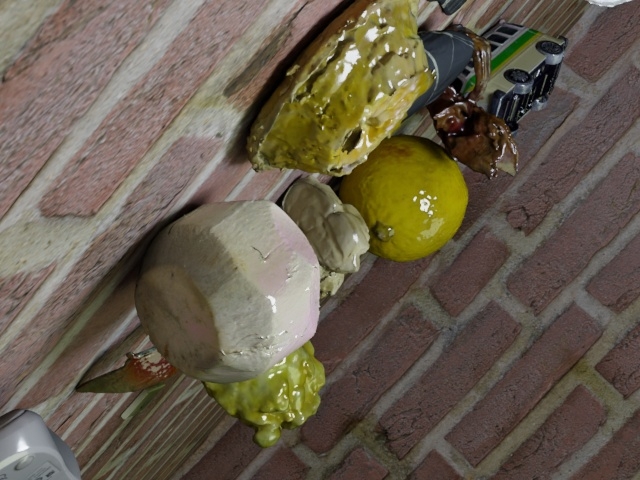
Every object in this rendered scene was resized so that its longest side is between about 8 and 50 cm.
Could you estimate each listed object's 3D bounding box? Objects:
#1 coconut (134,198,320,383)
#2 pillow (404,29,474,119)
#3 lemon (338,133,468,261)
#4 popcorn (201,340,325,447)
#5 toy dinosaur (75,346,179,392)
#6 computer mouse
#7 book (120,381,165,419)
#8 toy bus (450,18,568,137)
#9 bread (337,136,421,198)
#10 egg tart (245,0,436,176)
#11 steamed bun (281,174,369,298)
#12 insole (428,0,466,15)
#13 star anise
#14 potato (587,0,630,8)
[{"bbox_3d":[-0.107,0.060,1.377,0.230,0.227,0.227,-32,164,-46],"label":"coconut"},{"bbox_3d":[0.114,-0.227,1.628,0.335,0.092,0.161,-39,173,-44],"label":"pillow"},{"bbox_3d":[0.159,-0.082,2.077,0.267,0.267,0.267,-46,173,-8],"label":"lemon"},{"bbox_3d":[-0.117,0.250,2.055,0.235,0.250,0.242,-23,-166,27],"label":"popcorn"},{"bbox_3d":[-0.221,0.126,1.652,0.327,0.113,0.206,-57,147,-3],"label":"toy dinosaur"},{"bbox_3d":[-0.394,0.281,1.315,0.184,0.121,0.297,-38,157,-8],"label":"computer mouse"},{"bbox_3d":[-0.355,0.322,2.171,0.077,0.014,0.111,-48,173,6],"label":"book"},{"bbox_3d":[0.355,-0.322,2.180,0.305,0.179,0.143,-42,153,-41],"label":"toy bus"},{"bbox_3d":[0.146,-0.115,2.298,0.268,0.130,0.152,-45,164,-19],"label":"bread"},{"bbox_3d":[0.040,-0.177,1.351,0.315,0.120,0.315,-44,171,-9],"label":"egg tart"},{"bbox_3d":[0.000,0.000,1.801,0.106,0.192,0.177,-2,127,-59],"label":"steamed bun"},{"bbox_3d":[0.199,-0.383,1.604,0.110,0.012,0.309,-49,172,7],"label":"insole"},{"bbox_3d":[0.267,-0.239,1.953,0.148,0.346,0.237,-22,-144,-2],"label":"star anise"},{"bbox_3d":[0.329,-0.456,1.352,0.246,0.196,0.299,-33,142,-10],"label":"potato"}]
